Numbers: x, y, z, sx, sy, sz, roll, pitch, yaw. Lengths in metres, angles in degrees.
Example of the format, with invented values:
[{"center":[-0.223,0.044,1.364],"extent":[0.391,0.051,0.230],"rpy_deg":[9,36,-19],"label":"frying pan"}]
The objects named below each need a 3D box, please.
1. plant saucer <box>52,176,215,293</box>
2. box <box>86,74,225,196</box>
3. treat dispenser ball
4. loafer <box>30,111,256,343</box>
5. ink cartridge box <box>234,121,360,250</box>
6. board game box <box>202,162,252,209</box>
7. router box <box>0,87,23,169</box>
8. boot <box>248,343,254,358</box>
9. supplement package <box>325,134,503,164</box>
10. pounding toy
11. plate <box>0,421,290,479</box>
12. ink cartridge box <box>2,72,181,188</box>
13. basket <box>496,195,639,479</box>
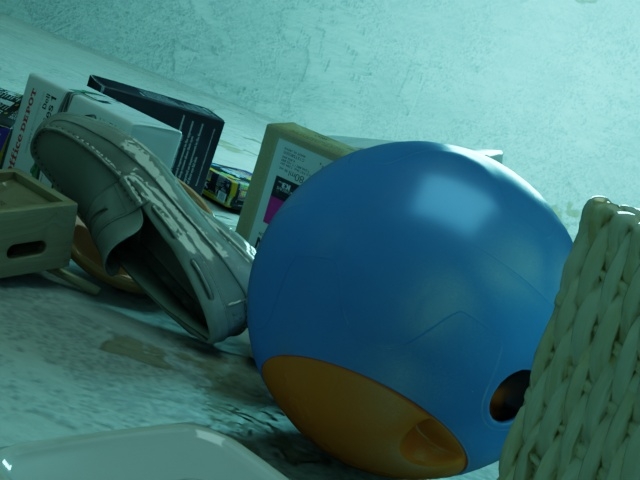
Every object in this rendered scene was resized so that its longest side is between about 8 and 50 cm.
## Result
[{"center":[-0.212,-0.012,1.188],"extent":[0.200,0.037,0.200],"rpy_deg":[18,41,-16],"label":"plant saucer"},{"center":[-0.277,-0.155,1.641],"extent":[0.207,0.153,0.108],"rpy_deg":[15,12,-27],"label":"box"},{"center":[0.081,0.058,0.896],"extent":[0.288,0.288,0.288],"rpy_deg":[19,11,-4],"label":"treat dispenser ball"},{"center":[-0.191,-0.017,1.088],"extent":[0.319,0.112,0.111],"rpy_deg":[38,41,13],"label":"loafer"},{"center":[0.011,-0.039,1.479],"extent":[0.235,0.193,0.088],"rpy_deg":[24,17,22],"label":"ink cartridge box"},{"center":[-0.147,-0.093,1.824],"extent":[0.141,0.048,0.170],"rpy_deg":[9,13,-41],"label":"board game box"},{"center":[-0.546,-0.185,1.498],"extent":[0.243,0.081,0.309],"rpy_deg":[18,11,-10],"label":"router box"},{"center":[0.036,0.102,1.147],"extent":[0.176,0.088,0.244],"rpy_deg":[22,19,6],"label":"boot"},{"center":[0.105,-0.058,1.578],"extent":[0.293,0.175,0.177],"rpy_deg":[8,11,27],"label":"supplement package"},{"center":[-0.310,-0.004,1.059],"extent":[0.130,0.100,0.141],"rpy_deg":[27,24,35],"label":"pounding toy"},{"center":[-0.078,0.185,0.639],"extent":[0.278,0.045,0.277],"rpy_deg":[29,13,35],"label":"plate"},{"center":[-0.301,-0.105,1.346],"extent":[0.219,0.160,0.092],"rpy_deg":[27,13,34],"label":"ink cartridge box"},{"center":[0.269,0.180,0.575],"extent":[0.266,0.331,0.328],"rpy_deg":[12,13,-13],"label":"basket"}]
